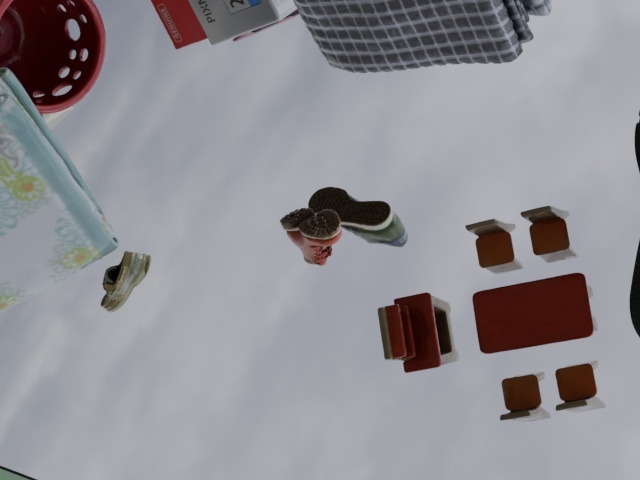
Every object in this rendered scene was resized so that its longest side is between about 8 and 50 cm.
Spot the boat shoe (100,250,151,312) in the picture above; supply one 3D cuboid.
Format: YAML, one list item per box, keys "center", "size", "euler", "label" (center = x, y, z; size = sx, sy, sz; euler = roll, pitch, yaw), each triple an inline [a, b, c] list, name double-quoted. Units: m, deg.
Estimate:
- center: [-0.290, 0.055, 1.898]
  size: [0.135, 0.045, 0.050]
  euler: [-48, -153, 40]
  label: "boat shoe"

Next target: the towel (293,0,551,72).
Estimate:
- center: [0.083, -0.296, 1.424]
  size: [0.284, 0.235, 0.121]
  euler: [5, -129, 38]
  label: "towel"

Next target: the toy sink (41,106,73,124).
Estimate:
- center: [-0.589, -0.207, 2.377]
  size: [0.234, 0.131, 0.153]
  euler: [-34, -173, 35]
  label: "toy sink"

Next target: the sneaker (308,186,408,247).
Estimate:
- center: [0.064, -0.028, 2.102]
  size: [0.192, 0.086, 0.064]
  euler: [16, -113, 50]
  label: "sneaker"

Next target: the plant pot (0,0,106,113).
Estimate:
- center: [-0.427, -0.281, 1.848]
  size: [0.174, 0.191, 0.191]
  euler: [15, -107, 43]
  label: "plant pot"

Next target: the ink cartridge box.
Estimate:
- center: [-0.200, -0.419, 1.862]
  size: [0.261, 0.296, 0.066]
  euler: [-12, -158, 40]
  label: "ink cartridge box"

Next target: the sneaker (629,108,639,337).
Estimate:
- center: [0.497, -0.076, 1.690]
  size: [0.257, 0.169, 0.447]
  euler: [1, 100, -69]
  label: "sneaker"

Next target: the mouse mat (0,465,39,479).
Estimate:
- center: [-0.321, 0.294, 1.500]
  size: [0.189, 0.153, 0.007]
  euler: [122, -11, -65]
  label: "mouse mat"

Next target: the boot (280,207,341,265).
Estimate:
- center: [0.000, 0.000, 1.961]
  size: [0.059, 0.084, 0.158]
  euler: [-30, -164, -17]
  label: "boot"

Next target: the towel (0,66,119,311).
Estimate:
- center: [-0.478, -0.038, 1.736]
  size: [0.321, 0.374, 0.090]
  euler: [-26, -132, 0]
  label: "towel"

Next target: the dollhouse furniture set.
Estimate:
- center: [0.221, 0.104, 1.688]
  size: [0.259, 0.135, 0.262]
  euler: [-13, -102, 25]
  label: "dollhouse furniture set"

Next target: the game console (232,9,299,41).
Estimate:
- center: [-0.088, -0.421, 2.325]
  size: [0.144, 0.124, 0.085]
  euler: [-28, -144, -28]
  label: "game console"
